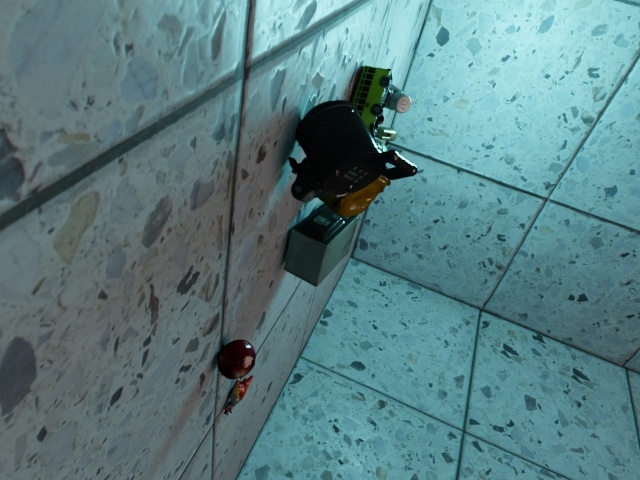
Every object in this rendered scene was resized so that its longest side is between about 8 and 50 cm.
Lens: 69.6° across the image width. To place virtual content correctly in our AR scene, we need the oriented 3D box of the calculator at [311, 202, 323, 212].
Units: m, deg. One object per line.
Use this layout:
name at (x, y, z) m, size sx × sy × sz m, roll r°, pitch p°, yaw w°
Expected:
calculator at (-0.014, -0.087, 2.119) m, size 0.295 × 0.042 × 0.184 m, roll -28°, pitch 139°, yaw -72°

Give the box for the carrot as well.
carrot at (0.078, -0.244, 1.745) m, size 0.241 × 0.341 × 0.242 m, roll -30°, pitch 147°, yaw -23°

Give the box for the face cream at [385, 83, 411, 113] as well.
face cream at (0.293, -0.657, 2.071) m, size 0.314 × 0.089 × 0.143 m, roll 52°, pitch -45°, yaw 49°

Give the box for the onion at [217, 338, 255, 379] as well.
onion at (-0.269, 0.381, 1.477) m, size 0.131 × 0.131 × 0.131 m, roll 22°, pitch 90°, yaw -81°

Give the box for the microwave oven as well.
microwave oven at (0.000, 0.000, 1.865) m, size 0.295 × 0.181 × 0.238 m, roll -43°, pitch 153°, yaw -49°

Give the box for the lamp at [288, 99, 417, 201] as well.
lamp at (0.063, -0.279, 1.352) m, size 0.205 × 0.373 × 0.273 m, roll 10°, pitch 68°, yaw -57°

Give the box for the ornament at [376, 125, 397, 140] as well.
ornament at (0.279, -0.549, 2.310) m, size 0.244 × 0.230 × 0.061 m, roll -13°, pitch 120°, yaw -54°

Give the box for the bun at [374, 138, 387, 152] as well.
bun at (0.217, -0.430, 2.249) m, size 0.212 × 0.203 × 0.127 m, roll -41°, pitch 117°, yaw -35°

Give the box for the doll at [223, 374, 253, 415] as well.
doll at (-0.335, 0.613, 1.829) m, size 0.169 × 0.057 × 0.109 m, roll -57°, pitch 156°, yaw 11°

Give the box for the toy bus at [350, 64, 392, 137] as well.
toy bus at (0.205, -0.576, 1.916) m, size 0.128 × 0.149 × 0.262 m, roll 30°, pitch 76°, yaw -77°
